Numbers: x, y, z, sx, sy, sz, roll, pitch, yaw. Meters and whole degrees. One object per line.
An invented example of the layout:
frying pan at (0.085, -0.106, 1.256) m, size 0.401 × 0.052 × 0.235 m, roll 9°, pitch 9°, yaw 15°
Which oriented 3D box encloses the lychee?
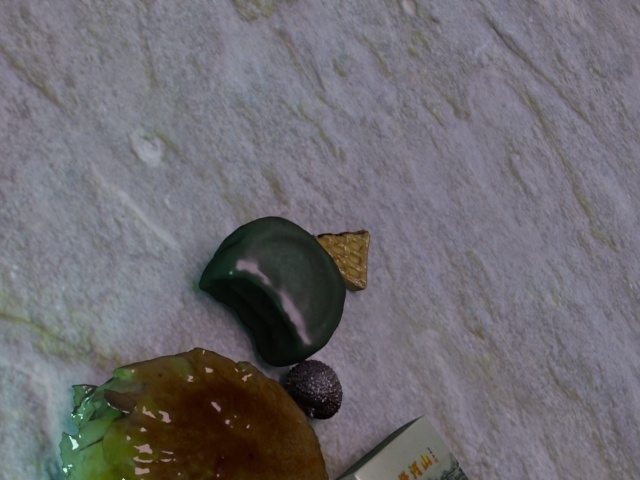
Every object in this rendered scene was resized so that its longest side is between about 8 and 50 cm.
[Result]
lychee at (-0.008, 0.179, 1.800) m, size 0.067 × 0.068 × 0.083 m, roll 72°, pitch 13°, yaw -53°

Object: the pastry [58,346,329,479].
pastry at (-0.115, 0.254, 1.595) m, size 0.329 × 0.136 × 0.330 m, roll 24°, pitch 49°, yaw -30°

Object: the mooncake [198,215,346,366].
mooncake at (-0.058, 0.064, 1.798) m, size 0.168 × 0.104 × 0.175 m, roll -3°, pitch 69°, yaw -47°

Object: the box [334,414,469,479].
box at (0.134, 0.358, 1.808) m, size 0.164 × 0.069 × 0.256 m, roll -32°, pitch 88°, yaw -49°

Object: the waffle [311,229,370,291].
waffle at (0.000, 0.000, 1.952) m, size 0.152 × 0.023 × 0.098 m, roll 27°, pitch 47°, yaw -27°
